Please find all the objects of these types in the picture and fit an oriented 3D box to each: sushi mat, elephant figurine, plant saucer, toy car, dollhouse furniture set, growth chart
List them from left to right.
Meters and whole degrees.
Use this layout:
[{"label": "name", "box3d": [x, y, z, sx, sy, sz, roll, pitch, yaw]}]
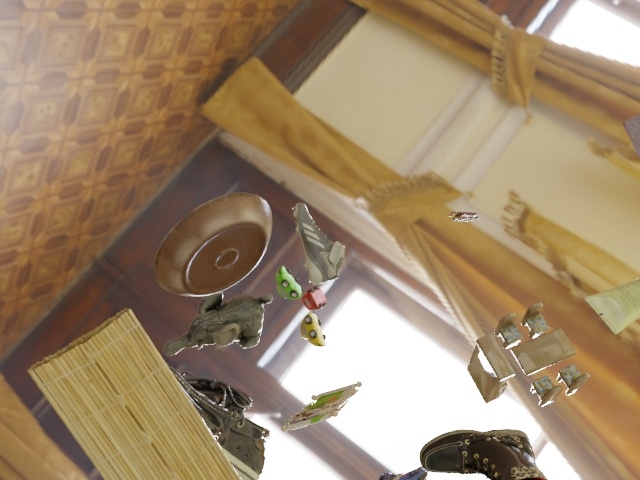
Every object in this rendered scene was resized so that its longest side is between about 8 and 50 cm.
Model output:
[{"label": "sushi mat", "box3d": [-0.231, 0.254, 1.018, 0.151, 0.317, 0.019, -30, -163, -6]}, {"label": "elephant figurine", "box3d": [-0.276, 0.225, 2.088, 0.239, 0.169, 0.186, 0, 98, -47]}, {"label": "plant saucer", "box3d": [-0.147, 0.017, 1.138, 0.198, 0.036, 0.199, -29, 147, -21]}, {"label": "toy car", "box3d": [-0.061, 0.162, 2.126, 0.053, 0.225, 0.239, -29, -151, 18]}, {"label": "growth chart", "box3d": [0.002, 0.380, 1.774, 0.171, 0.021, 0.237, -22, -179, 21]}, {"label": "dollhouse furniture set", "box3d": [0.483, 0.268, 1.821, 0.242, 0.212, 0.161, -20, 149, -12]}]

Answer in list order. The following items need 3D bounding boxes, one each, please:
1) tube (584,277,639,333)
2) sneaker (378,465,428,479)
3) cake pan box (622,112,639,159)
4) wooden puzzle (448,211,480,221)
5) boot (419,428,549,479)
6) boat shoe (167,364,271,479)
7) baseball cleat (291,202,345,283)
[{"label": "tube", "box3d": [0.641, 0.109, 1.550, 0.240, 0.070, 0.062, -20, 106, -24]}, {"label": "sneaker", "box3d": [0.189, 0.600, 1.914, 0.221, 0.087, 0.083, -7, 118, -47]}, {"label": "cake pan box", "box3d": [0.715, -0.165, 1.402, 0.245, 0.267, 0.070, -31, 161, 35]}, {"label": "wooden puzzle", "box3d": [0.360, -0.059, 1.946, 0.049, 0.083, 0.006, 107, -16, -69]}, {"label": "boot", "box3d": [0.326, 0.453, 1.547, 0.179, 0.236, 0.085, -103, -173, -74]}, {"label": "boat shoe", "box3d": [-0.236, 0.352, 1.582, 0.156, 0.186, 0.500, -61, 145, -23]}, {"label": "baseball cleat", "box3d": [0.000, 0.000, 1.843, 0.109, 0.206, 0.072, -15, 166, 8]}]
